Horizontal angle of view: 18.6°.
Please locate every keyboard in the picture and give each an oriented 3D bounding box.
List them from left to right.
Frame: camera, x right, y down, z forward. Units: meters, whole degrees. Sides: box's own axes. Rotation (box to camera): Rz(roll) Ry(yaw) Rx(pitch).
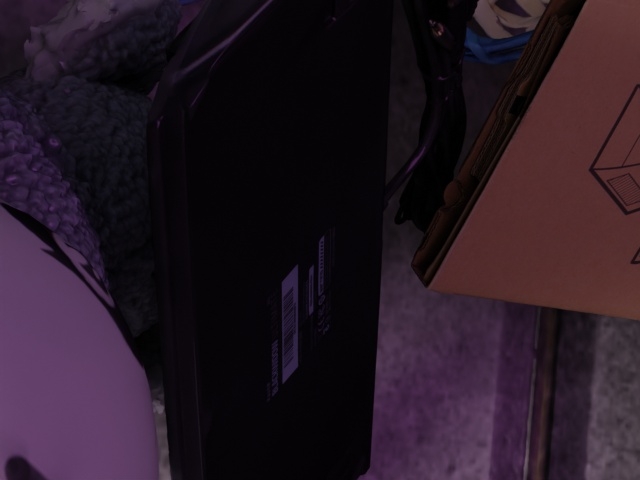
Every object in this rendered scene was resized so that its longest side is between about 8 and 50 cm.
[{"bbox_3d":[0.000,0.000,0.705,0.201,0.033,0.317,-48,155,-34],"label":"keyboard"}]

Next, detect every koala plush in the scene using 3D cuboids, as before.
[{"bbox_3d":[-0.111,0.004,0.654,0.221,0.203,0.196,-25,115,-56],"label":"koala plush"}]

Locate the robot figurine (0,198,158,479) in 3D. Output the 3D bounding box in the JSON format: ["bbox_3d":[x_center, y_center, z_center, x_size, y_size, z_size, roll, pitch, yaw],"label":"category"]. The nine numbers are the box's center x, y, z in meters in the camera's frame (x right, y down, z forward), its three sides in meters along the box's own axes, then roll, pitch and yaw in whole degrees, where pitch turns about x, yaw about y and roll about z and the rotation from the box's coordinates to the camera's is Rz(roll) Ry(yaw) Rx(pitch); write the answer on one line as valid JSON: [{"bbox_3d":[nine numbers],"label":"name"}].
[{"bbox_3d":[-0.174,0.041,0.459,0.209,0.278,0.173,-12,118,-74],"label":"robot figurine"}]

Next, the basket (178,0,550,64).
[{"bbox_3d":[0.091,-0.184,0.759,0.289,0.255,0.201,-19,82,-43],"label":"basket"}]

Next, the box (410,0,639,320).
[{"bbox_3d":[0.152,-0.039,0.767,0.201,0.021,0.164,9,120,-34],"label":"box"}]
